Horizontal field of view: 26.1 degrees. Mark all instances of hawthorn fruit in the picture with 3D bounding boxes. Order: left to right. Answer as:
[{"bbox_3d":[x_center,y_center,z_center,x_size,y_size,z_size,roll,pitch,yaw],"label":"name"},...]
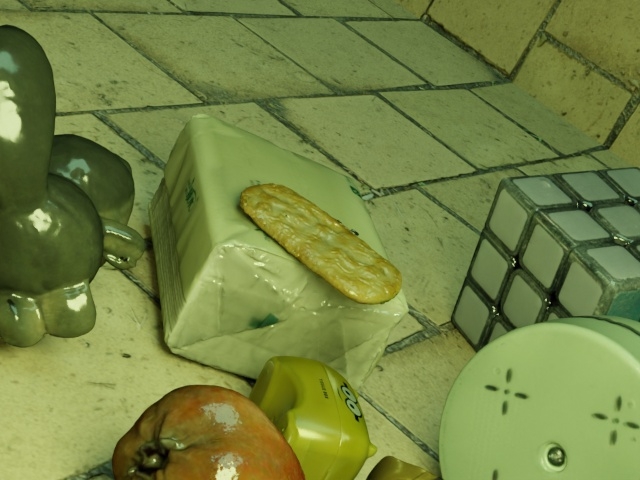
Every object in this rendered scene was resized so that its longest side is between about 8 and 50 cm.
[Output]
[{"bbox_3d":[-0.095,0.266,1.456,0.251,0.199,0.199,29,18,-38],"label":"hawthorn fruit"}]

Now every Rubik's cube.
[{"bbox_3d":[0.435,0.087,2.201,0.305,0.301,0.304,-7,40,-31],"label":"Rubik's cube"}]

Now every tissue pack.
[{"bbox_3d":[-0.072,0.021,1.934,0.297,0.207,0.380,20,25,-24],"label":"tissue pack"},{"bbox_3d":[-0.012,0.230,1.679,0.127,0.123,0.178,20,24,-22],"label":"tissue pack"}]

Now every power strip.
[{"bbox_3d":[0.320,0.259,1.751,0.357,0.357,0.161,42,25,27],"label":"power strip"}]

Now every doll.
[{"bbox_3d":[-0.333,-0.092,1.687,0.252,0.379,0.382,6,24,-12],"label":"doll"}]

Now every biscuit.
[{"bbox_3d":[0.000,0.000,1.763,0.247,0.029,0.118,38,28,20],"label":"biscuit"}]

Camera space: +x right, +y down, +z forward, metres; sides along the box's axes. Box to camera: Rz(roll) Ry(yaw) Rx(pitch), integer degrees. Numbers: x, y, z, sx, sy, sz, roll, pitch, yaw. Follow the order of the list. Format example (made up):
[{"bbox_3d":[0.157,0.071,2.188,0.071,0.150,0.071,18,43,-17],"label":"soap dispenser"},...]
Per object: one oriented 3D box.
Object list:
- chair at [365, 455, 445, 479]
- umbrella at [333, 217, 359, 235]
[{"bbox_3d":[0.077,0.346,1.499,0.172,0.159,0.247,33,24,15],"label":"chair"},{"bbox_3d":[-0.002,-0.035,1.848,0.122,0.013,0.022,27,12,-3],"label":"umbrella"}]
